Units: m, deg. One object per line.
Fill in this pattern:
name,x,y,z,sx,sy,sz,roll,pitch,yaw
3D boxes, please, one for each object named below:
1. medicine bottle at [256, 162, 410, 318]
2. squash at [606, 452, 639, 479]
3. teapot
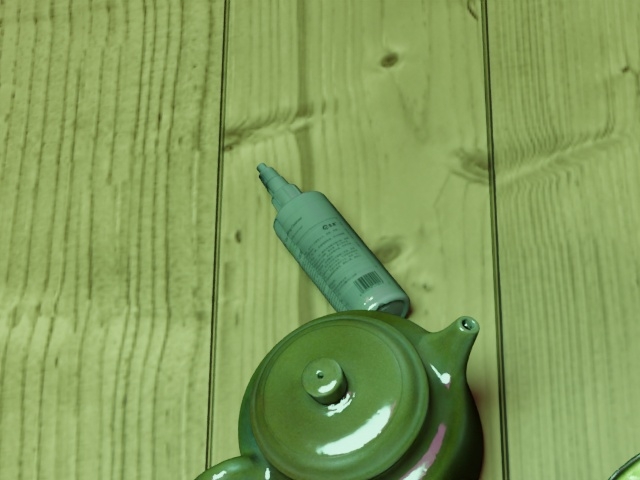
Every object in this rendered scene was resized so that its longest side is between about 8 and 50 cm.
medicine bottle,0.000,0.000,1.422,0.058,0.057,0.199,-37,59,-4
squash,0.303,0.238,1.219,0.219,0.041,0.219,-9,57,14
teapot,0.012,0.143,1.277,0.268,0.175,0.185,-32,57,-1
